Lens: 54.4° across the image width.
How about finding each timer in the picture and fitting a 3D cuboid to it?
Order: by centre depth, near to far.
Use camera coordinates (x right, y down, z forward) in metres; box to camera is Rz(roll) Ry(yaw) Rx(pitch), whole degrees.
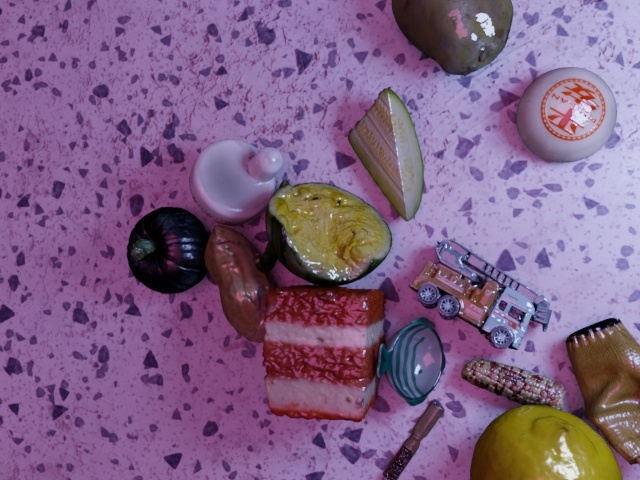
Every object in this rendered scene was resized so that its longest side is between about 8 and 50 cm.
[{"bbox_3d":[-0.229,-0.166,1.676,0.234,0.240,0.233,8,71,-23],"label":"timer"}]

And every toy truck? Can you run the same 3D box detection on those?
[{"bbox_3d":[0.405,0.143,1.551,0.338,0.133,0.184,30,87,16],"label":"toy truck"}]

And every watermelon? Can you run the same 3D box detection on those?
[{"bbox_3d":[0.000,0.000,1.599,0.331,0.331,0.189,36,120,13],"label":"watermelon"}]

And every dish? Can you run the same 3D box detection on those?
[{"bbox_3d":[0.211,0.302,1.582,0.078,0.246,0.224,1,82,51],"label":"dish"}]

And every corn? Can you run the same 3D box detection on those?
[{"bbox_3d":[0.479,0.356,1.550,0.253,0.086,0.086,16,93,18],"label":"corn"}]

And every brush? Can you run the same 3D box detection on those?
[{"bbox_3d":[0.244,0.534,1.634,0.043,0.036,0.248,34,98,9],"label":"brush"}]

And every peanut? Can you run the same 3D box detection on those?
[{"bbox_3d":[-0.213,0.119,1.702,0.158,0.174,0.340,-32,77,37],"label":"peanut"}]

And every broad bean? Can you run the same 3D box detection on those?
[{"bbox_3d":[-0.122,-0.021,1.682,0.049,0.144,0.292,10,52,11],"label":"broad bean"}]

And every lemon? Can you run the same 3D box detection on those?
[{"bbox_3d":[0.502,0.547,1.414,0.348,0.348,0.348,0,89,16],"label":"lemon"}]

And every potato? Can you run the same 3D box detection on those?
[{"bbox_3d":[0.329,-0.568,1.538,0.243,0.221,0.326,-43,66,2],"label":"potato"}]

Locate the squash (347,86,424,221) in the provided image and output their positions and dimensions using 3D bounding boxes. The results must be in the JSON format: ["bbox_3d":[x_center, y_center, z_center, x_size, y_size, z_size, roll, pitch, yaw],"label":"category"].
[{"bbox_3d":[0.220,-0.227,1.613,0.288,0.111,0.203,54,134,14],"label":"squash"}]

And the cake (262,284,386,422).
[{"bbox_3d":[0.014,0.274,1.581,0.270,0.270,0.319,2,90,16],"label":"cake"}]

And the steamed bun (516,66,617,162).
[{"bbox_3d":[0.592,-0.307,1.498,0.232,0.145,0.231,0,89,16],"label":"steamed bun"}]

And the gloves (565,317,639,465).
[{"bbox_3d":[0.703,0.350,1.429,0.203,0.155,0.356,-29,56,24],"label":"gloves"}]

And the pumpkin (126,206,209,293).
[{"bbox_3d":[-0.440,0.025,1.728,0.248,0.248,0.248,0,89,16],"label":"pumpkin"}]
